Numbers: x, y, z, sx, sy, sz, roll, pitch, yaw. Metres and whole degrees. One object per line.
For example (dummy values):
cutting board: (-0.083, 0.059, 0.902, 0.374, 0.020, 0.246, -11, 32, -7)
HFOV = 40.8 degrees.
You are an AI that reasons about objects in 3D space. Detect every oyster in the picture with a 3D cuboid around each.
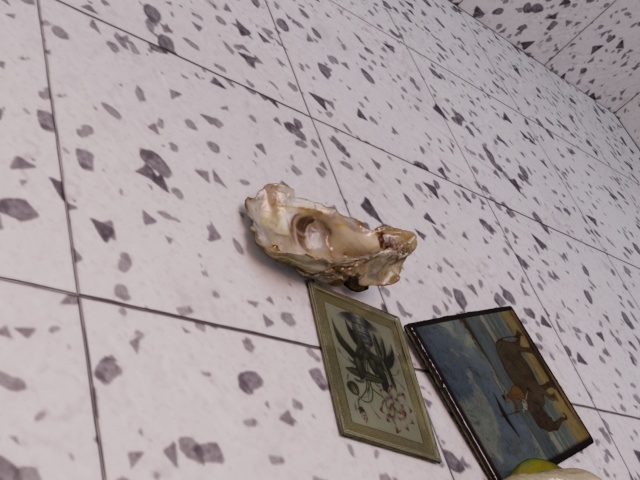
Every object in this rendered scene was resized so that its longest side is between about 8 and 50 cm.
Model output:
oyster: (0.010, 0.011, 1.137, 0.233, 0.107, 0.161, 9, 41, -24)

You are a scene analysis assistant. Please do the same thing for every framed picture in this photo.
framed picture: (0.279, 0.223, 1.290, 0.347, 0.016, 0.265, 0, 57, -52)
framed picture: (0.067, 0.166, 1.094, 0.173, 0.010, 0.231, 24, 36, -36)

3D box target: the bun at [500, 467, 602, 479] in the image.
bun: (0.265, 0.370, 0.964, 0.231, 0.133, 0.231, 5, 56, -8)

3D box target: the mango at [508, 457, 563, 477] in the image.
mango: (0.309, 0.363, 1.092, 0.191, 0.085, 0.122, 51, 25, 0)
